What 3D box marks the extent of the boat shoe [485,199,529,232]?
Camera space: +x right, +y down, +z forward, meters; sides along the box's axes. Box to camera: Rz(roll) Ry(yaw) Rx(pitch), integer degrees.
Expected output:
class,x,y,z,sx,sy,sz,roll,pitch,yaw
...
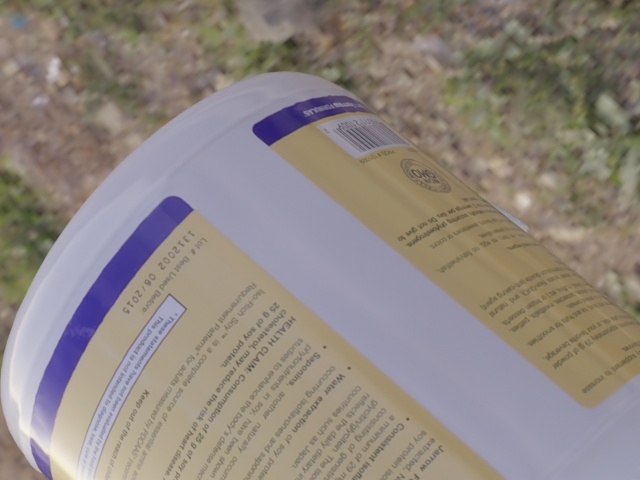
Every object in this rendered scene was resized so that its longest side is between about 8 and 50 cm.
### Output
class,x,y,z,sx,sy,sz,roll,pitch,yaw
boat shoe,0.000,0.000,1.271,0.302,0.091,0.114,7,162,48

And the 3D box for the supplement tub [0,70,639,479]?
class,x,y,z,sx,sy,sz,roll,pitch,yaw
supplement tub,0.041,0.105,0.916,0.331,0.241,0.241,40,132,21
